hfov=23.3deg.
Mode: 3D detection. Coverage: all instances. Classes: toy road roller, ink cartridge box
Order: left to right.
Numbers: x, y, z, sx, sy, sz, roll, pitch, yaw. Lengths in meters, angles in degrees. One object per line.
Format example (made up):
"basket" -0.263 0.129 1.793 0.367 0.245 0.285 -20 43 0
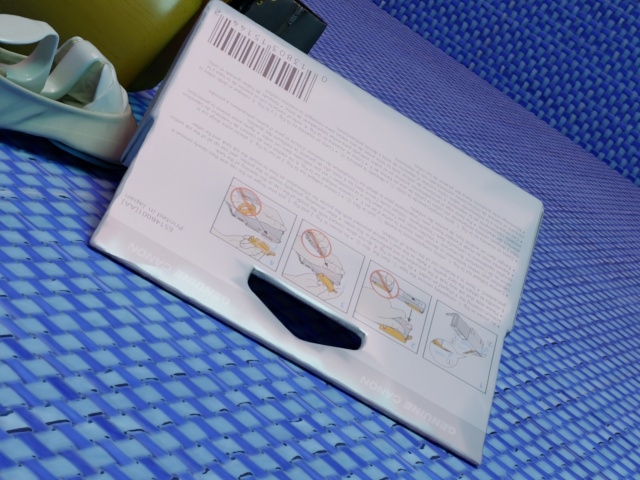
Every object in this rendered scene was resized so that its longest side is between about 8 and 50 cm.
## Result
"toy road roller" -0.128 -0.240 1.202 0.202 0.329 0.241 41 46 -7
"ink cartridge box" 0.000 0.000 1.077 0.296 0.066 0.261 31 47 -11

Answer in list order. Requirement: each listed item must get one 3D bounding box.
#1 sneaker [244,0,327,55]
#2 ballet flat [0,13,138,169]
"sneaker" -0.108 -0.241 1.632 0.222 0.118 0.083 30 14 -12
"ballet flat" -0.187 -0.105 1.050 0.086 0.086 0.248 40 15 28
